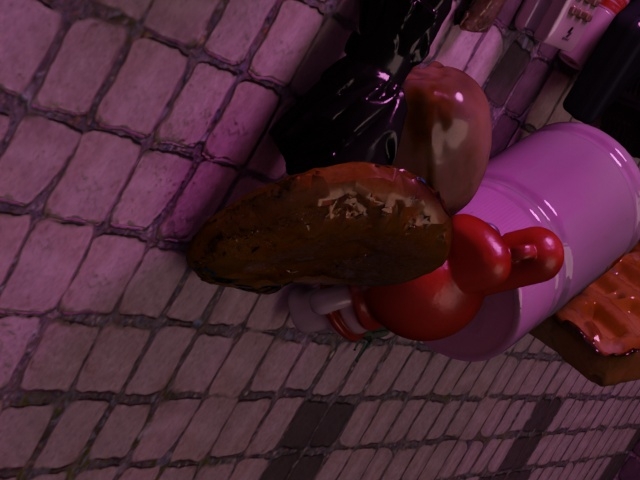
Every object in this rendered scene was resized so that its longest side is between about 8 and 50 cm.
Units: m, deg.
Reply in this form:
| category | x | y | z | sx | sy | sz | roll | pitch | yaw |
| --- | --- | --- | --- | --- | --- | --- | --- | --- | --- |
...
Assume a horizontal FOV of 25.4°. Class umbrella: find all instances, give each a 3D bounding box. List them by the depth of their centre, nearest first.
| category | x | y | z | sx | sy | sz | roll | pitch | yaw |
| --- | --- | --- | --- | --- | --- | --- | --- | --- | --- |
| umbrella | 0.071 | -0.191 | 1.322 | 0.340 | 0.118 | 0.118 | -60 | 155 | -2 |

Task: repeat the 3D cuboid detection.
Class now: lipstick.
| category | x | y | z | sx | sy | sz | roll | pitch | yaw |
| --- | --- | --- | --- | --- | --- | --- | --- | --- | --- |
| lipstick | 0.352 | -0.279 | 1.797 | 0.131 | 0.038 | 0.038 | -55 | 155 | -3 |

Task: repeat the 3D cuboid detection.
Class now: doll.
| category | x | y | z | sx | sy | sz | roll | pitch | yaw |
| --- | --- | --- | --- | --- | --- | --- | --- | --- | --- |
| doll | 0.111 | 0.042 | 1.499 | 0.290 | 0.130 | 0.161 | -17 | 166 | 23 |

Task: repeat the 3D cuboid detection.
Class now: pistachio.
| category | x | y | z | sx | sy | sz | roll | pitch | yaw |
| --- | --- | --- | --- | --- | --- | --- | --- | --- | --- |
| pistachio | 0.111 | -0.098 | 1.459 | 0.144 | 0.144 | 0.215 | -48 | 152 | -18 |

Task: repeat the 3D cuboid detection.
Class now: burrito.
| category | x | y | z | sx | sy | sz | roll | pitch | yaw |
| --- | --- | --- | --- | --- | --- | --- | --- | --- | --- |
| burrito | 0.200 | -0.293 | 1.500 | 0.171 | 0.042 | 0.051 | -60 | 165 | 11 |

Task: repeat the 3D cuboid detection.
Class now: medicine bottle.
| category | x | y | z | sx | sy | sz | roll | pitch | yaw |
| --- | --- | --- | --- | --- | --- | --- | --- | --- | --- |
| medicine bottle | 0.240 | -0.005 | 1.724 | 0.316 | 0.202 | 0.202 | -30 | 144 | -44 |

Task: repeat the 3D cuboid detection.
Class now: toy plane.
| category | x | y | z | sx | sy | sz | roll | pitch | yaw |
| --- | --- | --- | --- | --- | --- | --- | --- | --- | --- |
| toy plane | 0.062 | 0.110 | 1.742 | 0.083 | 0.033 | 0.080 | -17 | 134 | -64 |

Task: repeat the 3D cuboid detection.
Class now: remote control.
| category | x | y | z | sx | sy | sz | roll | pitch | yaw |
| --- | --- | --- | --- | --- | --- | --- | --- | --- | --- |
| remote control | 0.324 | -0.353 | 1.635 | 0.103 | 0.055 | 0.277 | 1 | 119 | -62 |

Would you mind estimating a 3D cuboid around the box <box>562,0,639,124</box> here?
| category | x | y | z | sx | sy | sz | roll | pitch | yaw |
| --- | --- | --- | --- | --- | --- | --- | --- | --- | --- |
| box | 0.398 | -0.248 | 1.840 | 0.230 | 0.050 | 0.160 | -39 | 160 | -56 |

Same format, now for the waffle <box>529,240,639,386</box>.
| category | x | y | z | sx | sy | sz | roll | pitch | yaw |
| --- | --- | --- | --- | --- | --- | --- | --- | --- | --- |
| waffle | 0.397 | 0.082 | 1.918 | 0.348 | 0.304 | 0.077 | -5 | 122 | -37 |

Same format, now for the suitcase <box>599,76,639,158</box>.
| category | x | y | z | sx | sy | sz | roll | pitch | yaw |
| --- | --- | --- | --- | --- | --- | --- | --- | --- | --- |
| suitcase | 0.578 | -0.194 | 2.086 | 0.335 | 0.229 | 0.152 | -17 | 127 | -53 |

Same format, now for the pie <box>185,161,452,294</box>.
| category | x | y | z | sx | sy | sz | roll | pitch | yaw |
| --- | --- | --- | --- | --- | --- | --- | --- | --- | --- |
| pie | 0.000 | 0.001 | 1.309 | 0.273 | 0.273 | 0.069 | 44 | 38 | -65 |
